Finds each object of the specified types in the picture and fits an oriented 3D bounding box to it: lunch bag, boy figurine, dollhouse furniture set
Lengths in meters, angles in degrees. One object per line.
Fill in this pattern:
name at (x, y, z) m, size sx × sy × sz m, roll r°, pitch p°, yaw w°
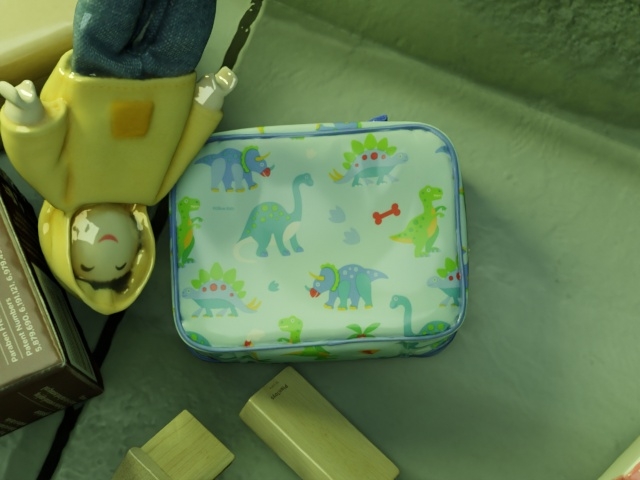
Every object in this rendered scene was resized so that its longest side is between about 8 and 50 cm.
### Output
lunch bag at (0.000, 0.000, 1.159) m, size 0.219 × 0.090 × 0.176 m, roll -4°, pitch 79°, yaw 1°
boy figurine at (-0.141, -0.079, 1.065) m, size 0.092 × 0.177 × 0.285 m, roll 40°, pitch 120°, yaw 40°
dollhouse furniture set at (-0.058, 0.190, 1.153) m, size 0.144 × 0.123 × 0.151 m, roll 43°, pitch 47°, yaw 9°

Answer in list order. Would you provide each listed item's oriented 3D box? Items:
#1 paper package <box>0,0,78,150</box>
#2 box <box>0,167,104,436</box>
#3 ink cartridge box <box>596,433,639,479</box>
paper package at (-0.335, -0.208, 1.157) m, size 0.309 × 0.168 × 0.325 m, roll -26°, pitch 80°, yaw -10°
box at (-0.284, 0.063, 1.111) m, size 0.203 × 0.168 × 0.167 m, roll -23°, pitch 79°, yaw -4°
ink cartridge box at (0.298, 0.215, 1.074) m, size 0.092 × 0.158 × 0.218 m, roll -44°, pitch 81°, yaw -9°
